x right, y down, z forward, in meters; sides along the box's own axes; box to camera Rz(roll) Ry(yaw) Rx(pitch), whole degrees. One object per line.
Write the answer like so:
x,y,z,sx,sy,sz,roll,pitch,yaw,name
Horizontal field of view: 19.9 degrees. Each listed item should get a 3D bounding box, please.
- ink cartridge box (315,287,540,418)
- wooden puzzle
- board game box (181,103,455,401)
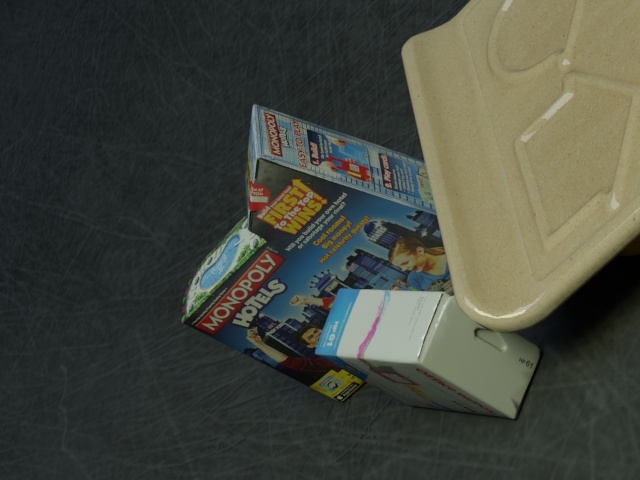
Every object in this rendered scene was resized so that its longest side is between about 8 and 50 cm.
0.068,0.072,1.174,0.122,0.088,0.052,-3,61,58,ink cartridge box
0.215,-0.132,1.147,0.348,0.080,0.322,-40,33,24,wooden puzzle
0.000,0.000,1.243,0.194,0.194,0.060,-43,32,28,board game box
